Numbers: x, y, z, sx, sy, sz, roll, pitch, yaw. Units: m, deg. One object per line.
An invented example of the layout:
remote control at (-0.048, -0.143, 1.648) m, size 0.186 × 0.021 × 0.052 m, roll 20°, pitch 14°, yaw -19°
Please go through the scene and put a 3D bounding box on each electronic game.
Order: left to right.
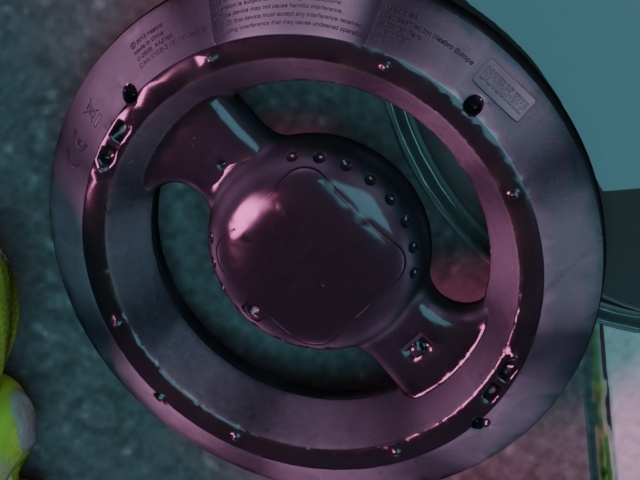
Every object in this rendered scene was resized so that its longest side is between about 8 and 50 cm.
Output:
electronic game at (0.000, 0.000, 0.773) m, size 0.229 × 0.048 × 0.229 m, roll 6°, pitch 116°, yaw 13°

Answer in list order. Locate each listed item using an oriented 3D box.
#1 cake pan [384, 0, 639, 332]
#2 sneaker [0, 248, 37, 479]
cake pan at (0.168, -0.092, 0.777) m, size 0.293 × 0.054 × 0.293 m, roll -1°, pitch 105°, yaw -2°
sneaker at (-0.182, 0.105, 0.807) m, size 0.126 × 0.091 × 0.240 m, roll 3°, pitch 106°, yaw 15°
